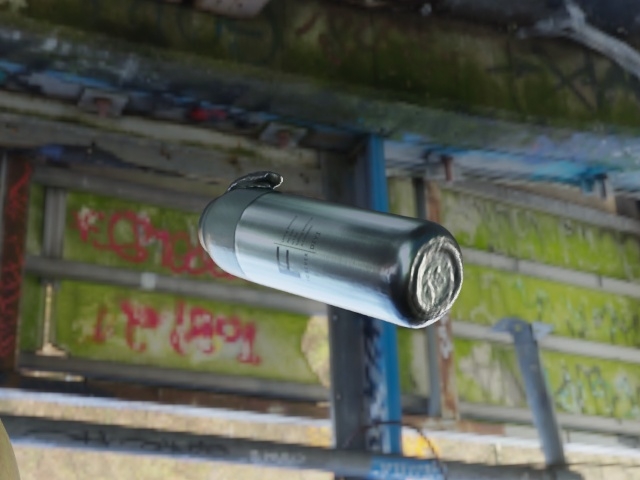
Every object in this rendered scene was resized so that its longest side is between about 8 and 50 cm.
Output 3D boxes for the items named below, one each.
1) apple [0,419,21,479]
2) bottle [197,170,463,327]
[{"bbox_3d":[-0.277,0.135,0.528,0.257,0.234,0.257,-31,179,0],"label":"apple"},{"bbox_3d":[0.000,0.000,0.883,0.079,0.096,0.254,16,178,-43],"label":"bottle"}]
